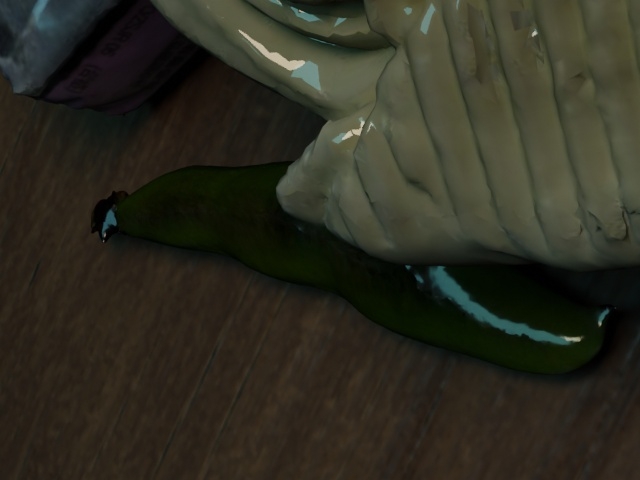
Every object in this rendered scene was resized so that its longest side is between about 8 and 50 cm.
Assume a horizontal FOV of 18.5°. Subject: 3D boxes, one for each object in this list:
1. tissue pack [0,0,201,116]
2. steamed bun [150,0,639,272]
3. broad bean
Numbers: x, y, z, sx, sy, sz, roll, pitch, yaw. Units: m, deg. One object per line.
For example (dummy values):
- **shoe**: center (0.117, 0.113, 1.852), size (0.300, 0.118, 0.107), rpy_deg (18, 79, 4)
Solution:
- **tissue pack**: center (-0.048, -0.259, 0.879), size (0.361, 0.122, 0.259), rpy_deg (-40, 63, 25)
- **steamed bun**: center (0.099, -0.154, 0.671), size (0.324, 0.219, 0.310), rpy_deg (-33, 92, 40)
- **broad bean**: center (0.000, -0.001, 0.843), size (0.297, 0.043, 0.060), rpy_deg (17, 104, 41)
